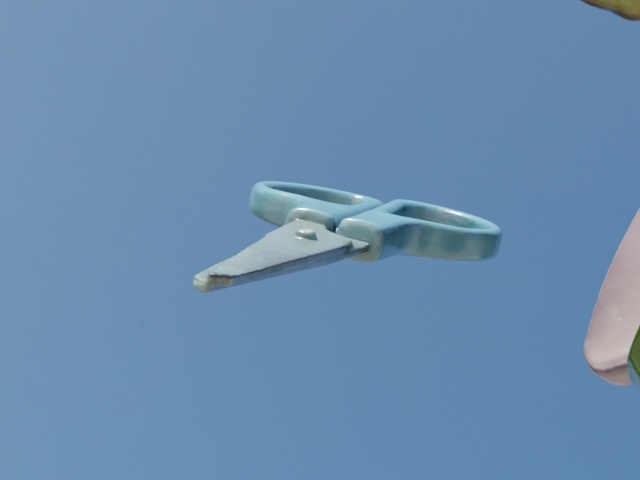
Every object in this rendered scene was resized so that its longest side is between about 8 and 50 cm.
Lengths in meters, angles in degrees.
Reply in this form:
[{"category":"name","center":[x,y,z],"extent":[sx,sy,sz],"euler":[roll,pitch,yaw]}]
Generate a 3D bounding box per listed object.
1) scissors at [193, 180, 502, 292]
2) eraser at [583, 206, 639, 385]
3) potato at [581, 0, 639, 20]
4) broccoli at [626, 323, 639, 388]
[{"category":"scissors","center":[0.000,0.000,0.961],"extent":[0.193,0.447,0.029],"euler":[12,-81,13]},{"category":"eraser","center":[0.305,0.021,1.158],"extent":[0.243,0.204,0.059],"euler":[-47,-56,7]},{"category":"potato","center":[0.212,-0.180,0.811],"extent":[0.081,0.120,0.149],"euler":[39,-70,-5]},{"category":"broccoli","center":[0.316,0.093,0.820],"extent":[0.297,0.297,0.297],"euler":[31,-46,31]}]
